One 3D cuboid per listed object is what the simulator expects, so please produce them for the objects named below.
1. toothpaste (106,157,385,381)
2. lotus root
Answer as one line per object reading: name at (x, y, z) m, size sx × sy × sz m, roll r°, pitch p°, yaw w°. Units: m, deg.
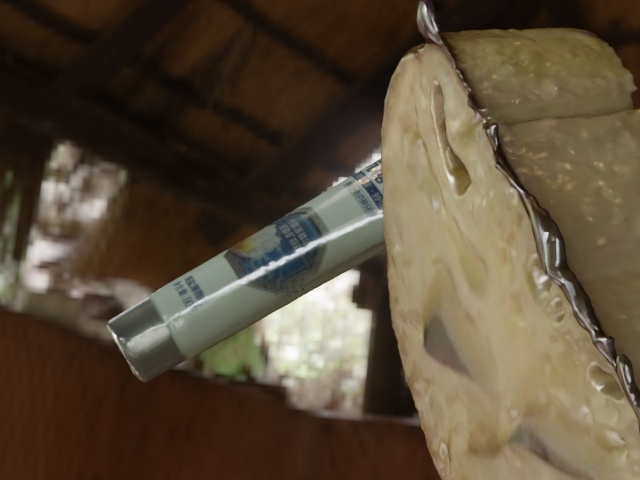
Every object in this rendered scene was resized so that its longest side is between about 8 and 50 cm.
toothpaste at (0.000, 0.000, 0.921) m, size 0.239 × 0.062 × 0.039 m, roll -30°, pitch -35°, yaw -8°
lotus root at (0.089, 0.040, 0.644) m, size 0.074 × 0.260 × 0.170 m, roll -6°, pitch -29°, yaw -23°
